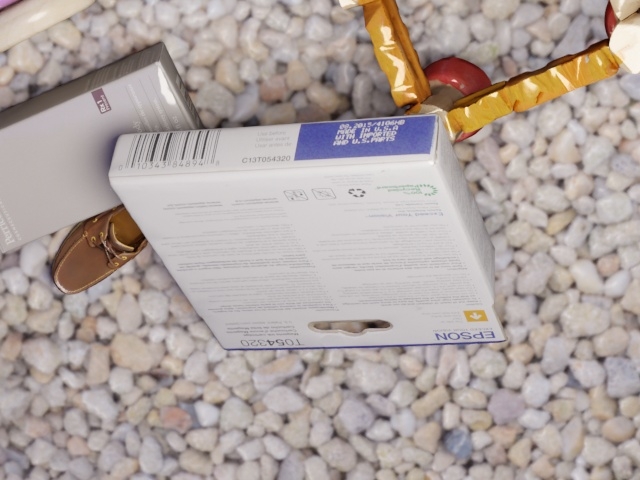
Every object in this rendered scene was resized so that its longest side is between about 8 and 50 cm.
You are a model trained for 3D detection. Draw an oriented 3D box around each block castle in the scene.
[{"bbox_3d":[0.144,-0.334,1.612,0.303,0.213,0.453,-21,100,19],"label":"block castle"}]

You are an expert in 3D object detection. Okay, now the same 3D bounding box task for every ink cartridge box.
[{"bbox_3d":[0.000,0.000,1.694,0.324,0.071,0.330,-3,148,18],"label":"ink cartridge box"}]

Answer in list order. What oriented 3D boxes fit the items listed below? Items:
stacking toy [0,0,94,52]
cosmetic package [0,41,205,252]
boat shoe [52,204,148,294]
[{"bbox_3d":[-0.353,-0.349,1.652,0.141,0.141,0.330,-26,101,8],"label":"stacking toy"},{"bbox_3d":[-0.243,-0.096,1.741,0.238,0.107,0.127,-25,109,5],"label":"cosmetic package"},{"bbox_3d":[-0.217,-0.005,1.790,0.178,0.060,0.064,-40,103,12],"label":"boat shoe"}]
